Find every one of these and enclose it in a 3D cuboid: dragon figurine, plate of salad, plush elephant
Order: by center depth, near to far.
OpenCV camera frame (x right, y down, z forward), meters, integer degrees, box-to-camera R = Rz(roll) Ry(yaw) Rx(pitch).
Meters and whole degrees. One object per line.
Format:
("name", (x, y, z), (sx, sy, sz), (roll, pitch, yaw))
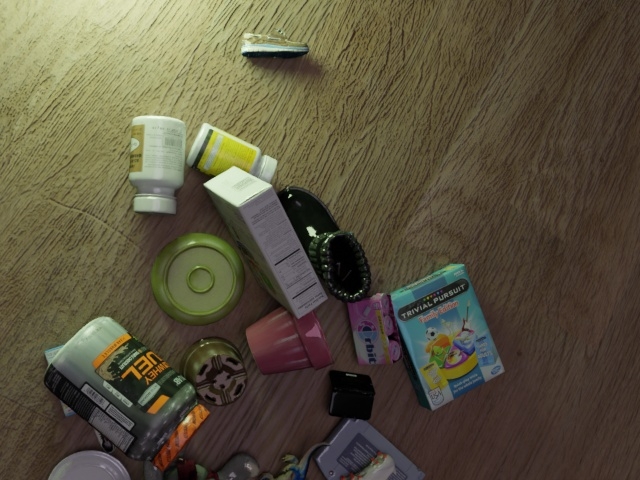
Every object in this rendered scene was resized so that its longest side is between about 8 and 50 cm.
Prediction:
("plush elephant", (-0.319, 0.617, 1.523), (0.272, 0.255, 0.330), (42, 78, -12))
("plate of salad", (-0.554, 0.601, 1.559), (0.200, 0.048, 0.199), (0, 91, -6))
("dragon figurine", (-0.068, 0.644, 1.685), (0.289, 0.085, 0.144), (-37, 101, -7))

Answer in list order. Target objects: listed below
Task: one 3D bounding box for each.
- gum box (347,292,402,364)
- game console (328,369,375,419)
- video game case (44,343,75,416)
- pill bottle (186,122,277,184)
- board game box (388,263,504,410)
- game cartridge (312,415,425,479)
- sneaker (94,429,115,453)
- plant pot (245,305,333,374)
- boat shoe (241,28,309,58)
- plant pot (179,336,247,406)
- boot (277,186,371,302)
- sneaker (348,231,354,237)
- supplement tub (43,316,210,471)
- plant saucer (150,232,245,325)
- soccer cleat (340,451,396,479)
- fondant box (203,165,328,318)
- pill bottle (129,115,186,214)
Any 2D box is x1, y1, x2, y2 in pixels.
("gum box", (0.146, 0.236, 1.749), (0.062, 0.107, 0.188), (-15, 94, -54))
("game console", (0.079, 0.417, 1.755), (0.122, 0.107, 0.071), (12, 119, -17))
("video game case", (-0.584, 0.328, 1.574), (0.119, 0.015, 0.166), (-18, 94, -18))
("pill bottle", (-0.223, -0.202, 1.644), (0.209, 0.119, 0.119), (24, 82, -15))
("board game box", (0.344, 0.269, 1.832), (0.254, 0.079, 0.335), (-24, 96, -17))
("game cartridge", (0.127, 0.626, 1.770), (0.294, 0.060, 0.196), (45, 73, -11))
("sneaker", (-0.526, 0.467, 1.574), (0.040, 0.044, 0.109), (-27, 95, -15))
("plant pot", (-0.084, 0.251, 1.650), (0.180, 0.201, 0.201), (-21, 95, -2))
("boat shoe", (-0.118, -0.522, 1.712), (0.183, 0.066, 0.066), (-3, 88, -17))
("plant pot", (-0.255, 0.329, 1.598), (0.167, 0.165, 0.166), (1, 88, -18))
("boot", (0.004, -0.002, 1.610), (0.131, 0.260, 0.348), (-39, 87, 0))
("sneaker", (0.073, 0.045, 1.773), (0.058, 0.052, 0.135), (15, 92, -26))
("supplement tub", (-0.430, 0.349, 1.466), (0.338, 0.207, 0.207), (38, 78, 3))
("plant saucer", (-0.308, 0.100, 1.654), (0.241, 0.037, 0.240), (0, 89, -17))
("soccer cleat", (0.117, 0.638, 1.708), (0.196, 0.068, 0.076), (-29, 100, -18))
("fondant box", (-0.132, 0.001, 1.554), (0.096, 0.238, 0.330), (-33, 119, -16))
("pill bottle", (-0.399, -0.179, 1.583), (0.131, 0.131, 0.229), (3, 88, -17))
